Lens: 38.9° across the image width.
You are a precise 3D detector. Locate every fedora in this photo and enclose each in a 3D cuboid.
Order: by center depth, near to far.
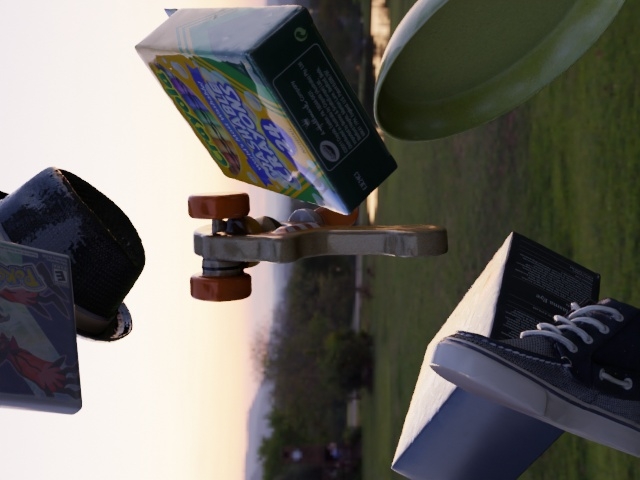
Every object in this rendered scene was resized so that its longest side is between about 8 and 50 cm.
[{"bbox_3d":[-0.391,0.000,1.437,0.152,0.334,0.334,-44,13,10],"label":"fedora"}]

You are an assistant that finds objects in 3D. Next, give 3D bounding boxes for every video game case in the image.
[{"bbox_3d":[-0.333,0.075,0.890,0.023,0.201,0.183,-36,53,33],"label":"video game case"}]

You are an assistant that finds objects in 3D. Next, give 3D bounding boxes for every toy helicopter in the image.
[{"bbox_3d":[0.000,0.000,1.246,0.235,0.355,0.140,-22,-68,-73],"label":"toy helicopter"}]

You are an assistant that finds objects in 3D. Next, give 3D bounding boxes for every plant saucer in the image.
[{"bbox_3d":[0.142,-0.169,0.738,0.037,0.241,0.241,61,166,21],"label":"plant saucer"}]

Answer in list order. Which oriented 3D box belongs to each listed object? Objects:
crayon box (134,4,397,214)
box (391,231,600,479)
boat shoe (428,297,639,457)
[{"bbox_3d":[-0.080,-0.153,1.006,0.323,0.083,0.203,21,150,55],"label":"crayon box"},{"bbox_3d":[0.297,0.221,1.524,0.343,0.179,0.312,-62,2,40],"label":"box"},{"bbox_3d":[0.265,0.121,1.005,0.127,0.340,0.158,11,78,52],"label":"boat shoe"}]
